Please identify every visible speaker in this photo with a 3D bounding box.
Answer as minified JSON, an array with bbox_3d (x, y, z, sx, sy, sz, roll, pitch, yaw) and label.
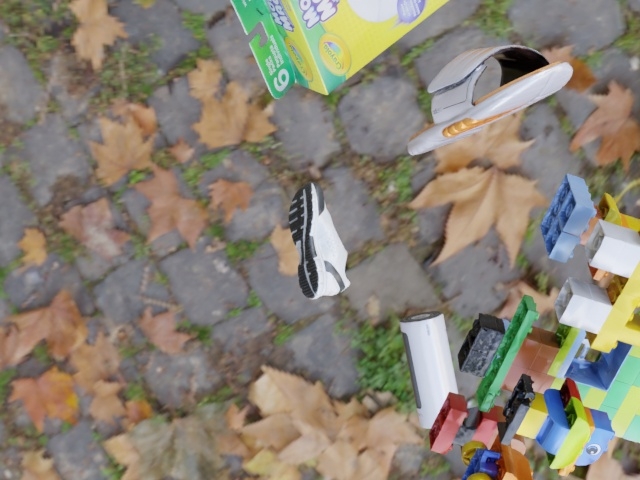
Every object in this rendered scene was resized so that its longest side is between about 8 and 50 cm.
[{"bbox_3d":[0.135,0.158,1.418,0.055,0.055,0.136,-9,96,22],"label":"speaker"}]

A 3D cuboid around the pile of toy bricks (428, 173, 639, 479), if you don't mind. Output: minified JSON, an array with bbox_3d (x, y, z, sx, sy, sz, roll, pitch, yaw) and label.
[{"bbox_3d":[0.137,0.071,0.580,0.105,0.118,0.212,17,119,-8],"label":"pile of toy bricks"}]

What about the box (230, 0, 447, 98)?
[{"bbox_3d":[0.023,-0.180,0.793,0.043,0.179,0.105,30,153,48],"label":"box"}]

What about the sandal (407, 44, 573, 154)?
[{"bbox_3d":[0.147,-0.150,1.185,0.265,0.102,0.076,-23,89,66],"label":"sandal"}]

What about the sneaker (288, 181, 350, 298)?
[{"bbox_3d":[0.000,0.000,1.067,0.040,0.044,0.109,-19,74,55],"label":"sneaker"}]
